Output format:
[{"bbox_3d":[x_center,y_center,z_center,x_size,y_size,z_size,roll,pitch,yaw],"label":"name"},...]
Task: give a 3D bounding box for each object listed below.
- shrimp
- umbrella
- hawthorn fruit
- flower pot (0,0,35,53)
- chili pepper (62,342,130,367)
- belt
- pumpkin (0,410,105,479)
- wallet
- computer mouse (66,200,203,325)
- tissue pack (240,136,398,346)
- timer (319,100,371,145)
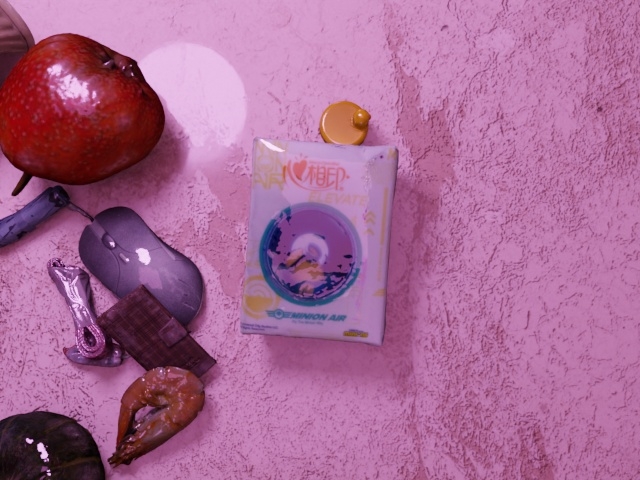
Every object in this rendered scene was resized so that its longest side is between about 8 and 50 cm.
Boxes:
[{"bbox_3d":[-0.348,0.359,1.217,0.145,0.061,0.267,39,103,-17],"label":"shrimp"},{"bbox_3d":[-0.635,-0.035,1.260,0.250,0.052,0.053,-32,70,5],"label":"umbrella"},{"bbox_3d":[-0.493,-0.220,1.187,0.285,0.285,0.369,44,95,3],"label":"hawthorn fruit"},{"bbox_3d":[-0.731,-0.390,1.185,0.307,0.307,0.244,35,70,2],"label":"flower pot"},{"bbox_3d":[-0.465,0.235,1.253,0.153,0.041,0.050,6,50,-1],"label":"chili pepper"},{"bbox_3d":[-0.491,0.137,1.239,0.071,0.053,0.232,-27,75,-9],"label":"belt"},{"bbox_3d":[-0.561,0.473,1.140,0.300,0.207,0.300,-3,67,8],"label":"pumpkin"},{"bbox_3d":[-0.327,0.204,1.216,0.124,0.042,0.230,-38,107,2],"label":"wallet"},{"bbox_3d":[-0.403,0.035,1.250,0.379,0.090,0.167,39,84,4],"label":"computer mouse"},{"bbox_3d":[0.000,0.000,1.205,0.287,0.162,0.388,4,93,1],"label":"tissue pack"},{"bbox_3d":[0.051,-0.242,1.268,0.107,0.109,0.107,0,85,-1],"label":"timer"}]
